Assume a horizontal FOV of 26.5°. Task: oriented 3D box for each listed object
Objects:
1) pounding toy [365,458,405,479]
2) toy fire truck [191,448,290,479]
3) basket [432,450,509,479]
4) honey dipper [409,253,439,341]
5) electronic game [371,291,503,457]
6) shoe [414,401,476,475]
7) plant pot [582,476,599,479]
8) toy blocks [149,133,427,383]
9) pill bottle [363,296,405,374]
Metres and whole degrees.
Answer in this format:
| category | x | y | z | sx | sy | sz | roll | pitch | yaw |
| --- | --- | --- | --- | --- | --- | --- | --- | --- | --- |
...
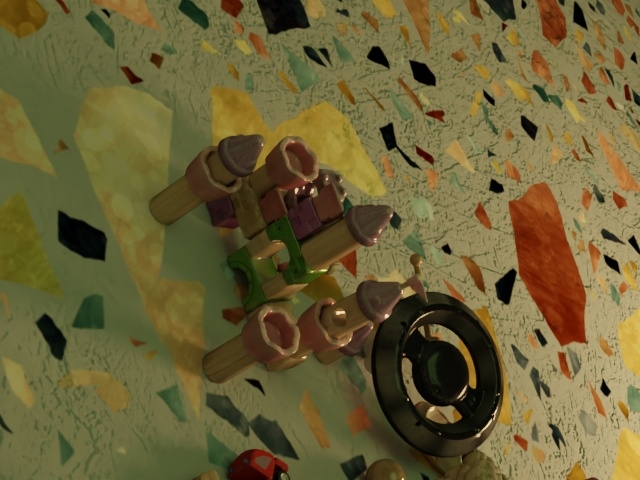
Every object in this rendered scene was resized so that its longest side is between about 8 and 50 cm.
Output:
| category | x | y | z | sx | sy | sz | roll | pitch | yaw |
| --- | --- | --- | --- | --- | --- | --- | --- | --- | --- |
| pounding toy | 0.137 | 0.405 | 1.735 | 0.237 | 0.110 | 0.183 | 27 | 49 | 6 |
| toy fire truck | -0.107 | 0.304 | 1.533 | 0.135 | 0.047 | 0.192 | 38 | 39 | -25 |
| basket | 0.131 | 0.437 | 1.413 | 0.266 | 0.328 | 0.331 | 53 | 11 | -3 |
| honey dipper | 0.146 | 0.097 | 1.910 | 0.030 | 0.030 | 0.160 | -19 | 102 | -55 |
| electronic game | 0.163 | 0.182 | 1.861 | 0.229 | 0.048 | 0.229 | 11 | 70 | -34 |
| shoe | 0.205 | 0.313 | 1.901 | 0.219 | 0.058 | 0.076 | 56 | 35 | -4 |
| plant pot | 0.393 | 0.446 | 1.932 | 0.201 | 0.201 | 0.180 | 2 | 48 | -51 |
| toy blocks | 0.000 | 0.000 | 1.714 | 0.309 | 0.260 | 0.288 | 0 | 63 | -51 |
| pill bottle | 0.095 | 0.135 | 1.897 | 0.065 | 0.065 | 0.116 | 44 | 36 | -19 |
